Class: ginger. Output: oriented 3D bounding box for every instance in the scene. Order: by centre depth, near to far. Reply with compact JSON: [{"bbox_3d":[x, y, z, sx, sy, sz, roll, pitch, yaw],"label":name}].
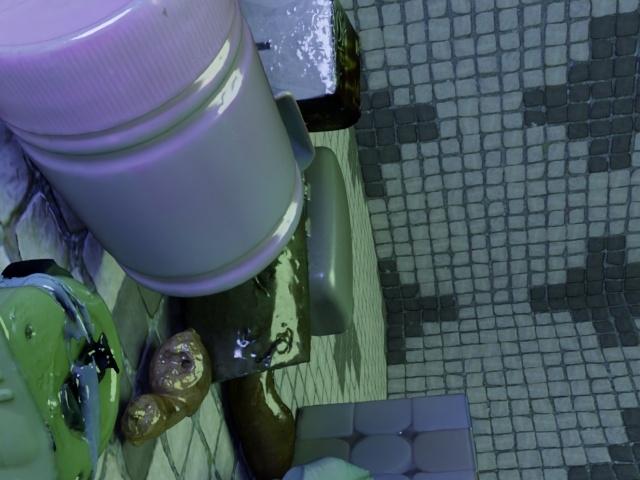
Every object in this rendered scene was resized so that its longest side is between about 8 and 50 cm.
[{"bbox_3d":[-0.153,0.145,0.816,0.165,0.067,0.096,-47,152,-78],"label":"ginger"}]

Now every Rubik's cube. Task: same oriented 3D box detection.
[{"bbox_3d":[0.133,0.527,1.467,0.347,0.346,0.345,-76,157,-63],"label":"Rubik's cube"}]

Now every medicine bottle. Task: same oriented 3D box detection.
[{"bbox_3d":[-0.140,-0.110,0.644,0.316,0.202,0.202,71,16,-56],"label":"medicine bottle"},{"bbox_3d":[0.000,0.000,1.678,0.282,0.122,0.375,72,14,-58],"label":"medicine bottle"}]

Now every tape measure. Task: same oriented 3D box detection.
[{"bbox_3d":[-0.193,0.095,0.547,0.154,0.087,0.178,-78,162,-64],"label":"tape measure"}]

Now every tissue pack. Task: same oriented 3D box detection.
[{"bbox_3d":[-0.049,-0.293,1.343,0.370,0.209,0.198,-17,109,-81],"label":"tissue pack"}]

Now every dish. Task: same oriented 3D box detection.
[{"bbox_3d":[-0.098,-0.147,1.184,0.064,0.154,0.234,60,-2,26],"label":"dish"}]

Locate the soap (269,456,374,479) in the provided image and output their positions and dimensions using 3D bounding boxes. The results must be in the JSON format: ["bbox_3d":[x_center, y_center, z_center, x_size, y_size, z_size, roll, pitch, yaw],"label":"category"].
[{"bbox_3d":[-0.004,0.431,1.035,0.261,0.156,0.446,65,13,14],"label":"soap"}]

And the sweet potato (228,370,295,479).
[{"bbox_3d":[-0.076,0.269,1.153,0.112,0.085,0.286,-90,170,-57],"label":"sweet potato"}]

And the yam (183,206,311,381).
[{"bbox_3d":[-0.096,0.026,0.978,0.168,0.167,0.305,43,44,-76],"label":"yam"}]
